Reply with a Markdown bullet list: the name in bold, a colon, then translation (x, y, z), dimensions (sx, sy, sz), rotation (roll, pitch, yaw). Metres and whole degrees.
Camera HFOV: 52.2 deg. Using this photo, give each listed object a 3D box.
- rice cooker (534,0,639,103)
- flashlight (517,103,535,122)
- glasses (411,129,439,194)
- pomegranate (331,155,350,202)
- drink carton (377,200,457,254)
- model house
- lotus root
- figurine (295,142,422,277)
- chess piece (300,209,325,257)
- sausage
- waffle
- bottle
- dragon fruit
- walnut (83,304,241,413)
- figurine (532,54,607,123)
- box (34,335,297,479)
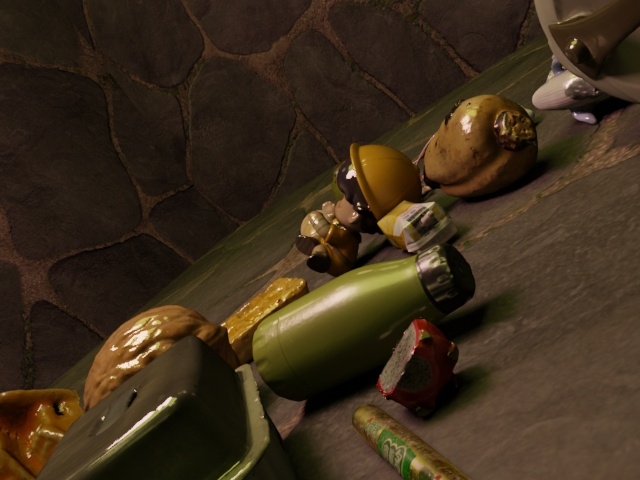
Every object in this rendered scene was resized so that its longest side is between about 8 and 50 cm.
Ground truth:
- **rice cooker**: translation (0.452, -0.345, 0.784), dimensions (0.325, 0.335, 0.335), rotation (-40, 10, -29)
- **flashlight**: translation (0.361, -0.213, 1.257), dimensions (0.093, 0.048, 0.200), rotation (9, 33, 15)
- **glasses**: translation (0.242, -0.160, 1.343), dimensions (0.255, 0.095, 0.162), rotation (-31, 18, 40)
- **pomegranate**: translation (0.100, -0.105, 1.325), dimensions (0.129, 0.159, 0.129), rotation (-47, -14, -16)
- **drink carton**: translation (0.155, -0.020, 1.003), dimensions (0.084, 0.075, 0.200), rotation (-37, 10, -5)
- **model house**: translation (-0.529, 0.392, 1.149), dimensions (0.268, 0.173, 0.239), rotation (-41, 41, -16)
- **lotus root**: translation (0.255, -0.151, 1.052), dimensions (0.140, 0.154, 0.257), rotation (-47, 10, -26)
- **figurine**: translation (0.078, -0.051, 1.190), dimensions (0.257, 0.167, 0.192), rotation (-57, 7, 18)
- **chess piece**: translation (0.000, 0.000, 1.465), dimensions (0.094, 0.094, 0.170), rotation (-34, 17, 12)
- **sausage**: translation (0.071, 0.168, 0.498), dimensions (0.032, 0.033, 0.269), rotation (-38, 9, -11)
- **waffle**: translation (-0.137, 0.169, 1.172), dimensions (0.274, 0.057, 0.168), rotation (-39, 10, -16)
- **bottle**: translation (0.047, 0.089, 0.733), dimensions (0.260, 0.112, 0.112), rotation (-31, 10, 28)
- **dragon fruit**: translation (0.094, 0.120, 0.590), dimensions (0.083, 0.060, 0.056), rotation (-61, 12, 11)
- **walnut**: translation (-0.208, 0.191, 0.887), dimensions (0.213, 0.213, 0.213), rotation (-35, 9, 7)
- **figurine**: translation (0.448, -0.270, 1.065), dimensions (0.208, 0.129, 0.184), rotation (-23, 11, 22)
- **box**: translation (-0.138, 0.217, 0.598), dimensions (0.220, 0.166, 0.290), rotation (-38, 8, -6)
